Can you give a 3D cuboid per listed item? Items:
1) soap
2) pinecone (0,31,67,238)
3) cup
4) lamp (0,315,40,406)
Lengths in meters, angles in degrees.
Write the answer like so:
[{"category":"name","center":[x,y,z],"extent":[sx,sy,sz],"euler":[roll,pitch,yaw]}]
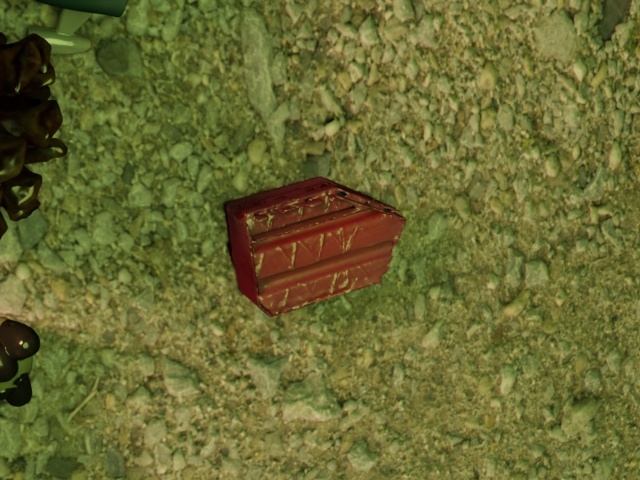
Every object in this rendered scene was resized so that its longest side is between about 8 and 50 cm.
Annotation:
[{"category":"soap","center":[0.000,0.000,1.514],"extent":[0.250,0.099,0.162],"euler":[-15,110,-21]},{"category":"pinecone","center":[-0.427,-0.144,1.141],"extent":[0.385,0.384,0.384],"euler":[-7,107,-24]},{"category":"cup","center":[-0.312,-0.351,1.233],"extent":[0.173,0.167,0.299],"euler":[3,128,-22]},{"category":"lamp","center":[-0.470,0.186,1.296],"extent":[0.244,0.198,0.197],"euler":[-26,115,-36]}]
